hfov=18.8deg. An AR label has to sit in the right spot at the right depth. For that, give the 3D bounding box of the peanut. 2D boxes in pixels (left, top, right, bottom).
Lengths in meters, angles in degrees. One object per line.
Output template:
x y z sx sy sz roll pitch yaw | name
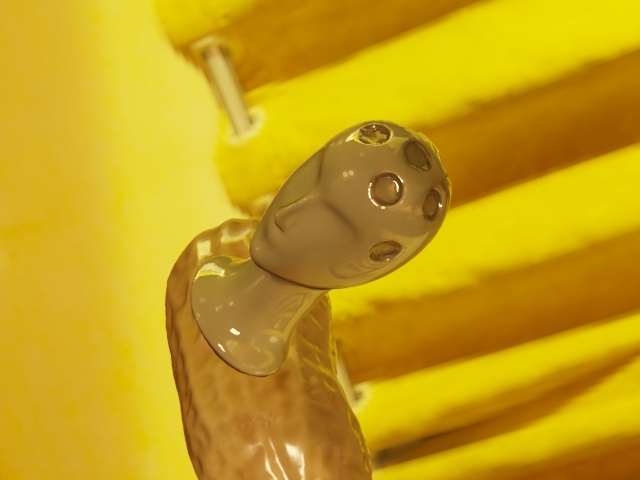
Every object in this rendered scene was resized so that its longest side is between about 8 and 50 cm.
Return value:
-0.042 0.123 1.524 0.153 0.140 0.325 76 177 -60 | peanut

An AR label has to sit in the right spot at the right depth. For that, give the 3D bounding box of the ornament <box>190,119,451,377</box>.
0.000 0.000 0.968 0.081 0.156 0.075 7 -124 -39 | ornament
